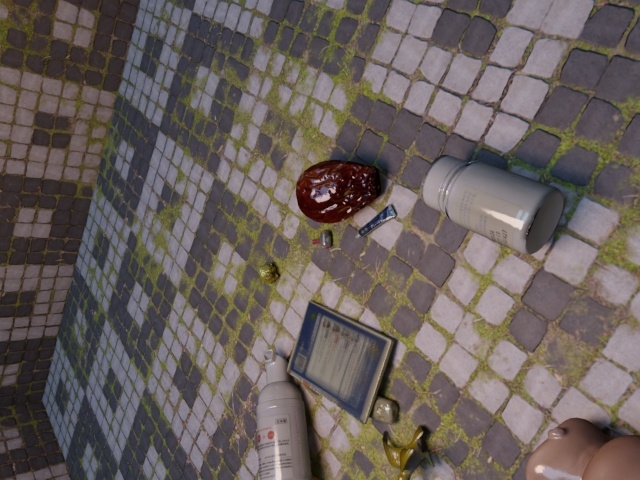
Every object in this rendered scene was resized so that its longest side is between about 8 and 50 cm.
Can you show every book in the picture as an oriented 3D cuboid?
[{"bbox_3d":[0.042,0.317,1.350,0.323,0.018,0.228,20,93,46],"label":"book"}]

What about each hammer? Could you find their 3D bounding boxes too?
[{"bbox_3d":[0.000,0.000,1.435,0.083,0.031,0.052,-11,77,54],"label":"hammer"}]

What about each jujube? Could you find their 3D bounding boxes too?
[{"bbox_3d":[0.049,-0.133,1.314,0.237,0.168,0.167,-10,81,27],"label":"jujube"}]

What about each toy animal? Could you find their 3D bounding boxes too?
[{"bbox_3d":[0.216,0.515,1.145,0.219,0.095,0.155,105,150,-70],"label":"toy animal"},{"bbox_3d":[0.481,0.402,0.833,0.221,0.210,0.229,41,153,32],"label":"toy animal"}]

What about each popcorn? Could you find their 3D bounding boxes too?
[{"bbox_3d":[-0.167,0.100,1.573,0.060,0.068,0.083,-41,20,10],"label":"popcorn"}]

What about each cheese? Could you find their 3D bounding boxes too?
[{"bbox_3d":[0.115,0.423,1.292,0.194,0.043,0.064,7,90,44],"label":"cheese"}]

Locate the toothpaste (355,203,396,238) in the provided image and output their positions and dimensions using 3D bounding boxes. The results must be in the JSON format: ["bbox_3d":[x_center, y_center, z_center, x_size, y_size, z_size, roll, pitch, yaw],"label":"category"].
[{"bbox_3d":[0.140,-0.043,1.301,0.140,0.021,0.037,-38,70,35],"label":"toothpaste"}]

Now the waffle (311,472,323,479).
[{"bbox_3d":[-0.065,0.779,1.444,0.248,0.055,0.220,3,91,44],"label":"waffle"}]

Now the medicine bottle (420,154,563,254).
[{"bbox_3d":[0.341,-0.082,1.020,0.258,0.144,0.143,32,110,39],"label":"medicine bottle"}]

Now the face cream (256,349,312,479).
[{"bbox_3d":[-0.112,0.504,1.437,0.145,0.146,0.369,-34,50,38],"label":"face cream"}]
